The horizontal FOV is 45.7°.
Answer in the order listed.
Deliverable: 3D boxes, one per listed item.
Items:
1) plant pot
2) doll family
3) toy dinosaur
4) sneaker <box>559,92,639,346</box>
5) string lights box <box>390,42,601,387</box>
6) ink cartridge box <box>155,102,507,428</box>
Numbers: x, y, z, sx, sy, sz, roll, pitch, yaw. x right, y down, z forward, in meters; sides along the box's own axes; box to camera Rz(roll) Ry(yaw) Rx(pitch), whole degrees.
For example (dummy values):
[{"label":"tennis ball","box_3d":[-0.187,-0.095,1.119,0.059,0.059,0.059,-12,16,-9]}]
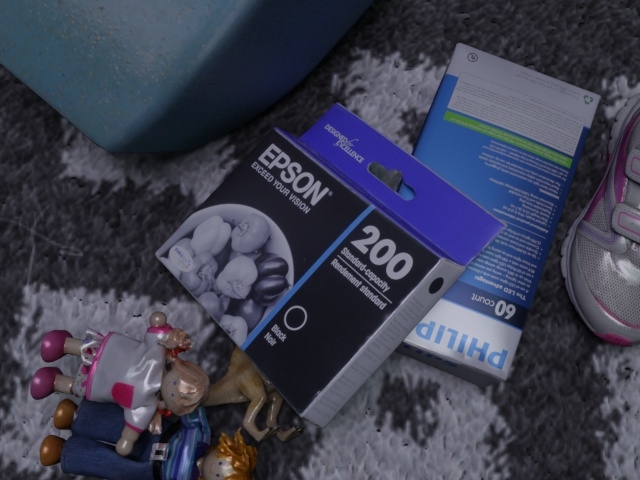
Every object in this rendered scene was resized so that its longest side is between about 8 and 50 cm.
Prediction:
[{"label":"plant pot","box_3d":[-0.121,-0.207,0.598,0.248,0.247,0.252,39,104,7]},{"label":"doll family","box_3d":[-0.136,0.188,0.569,0.163,0.118,0.263,8,78,18]},{"label":"toy dinosaur","box_3d":[-0.051,0.120,0.627,0.183,0.053,0.093,-30,62,-4]},{"label":"sneaker","box_3d":[0.281,-0.035,0.639,0.103,0.111,0.252,18,76,2]},{"label":"string lights box","box_3d":[0.128,-0.022,0.647,0.133,0.077,0.260,22,76,4]},{"label":"ink cartridge box","box_3d":[0.000,0.000,0.598,0.208,0.045,0.206,-47,56,-3]}]
